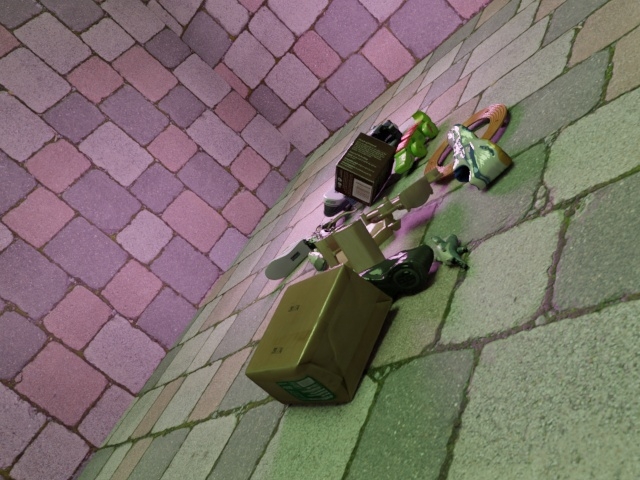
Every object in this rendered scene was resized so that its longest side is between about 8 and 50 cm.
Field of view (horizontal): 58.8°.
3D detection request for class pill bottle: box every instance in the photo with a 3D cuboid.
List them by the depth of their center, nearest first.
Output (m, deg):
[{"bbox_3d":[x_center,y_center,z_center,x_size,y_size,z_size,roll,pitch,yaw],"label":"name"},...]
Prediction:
[{"bbox_3d":[0.131,-0.193,2.354,0.067,0.120,0.067,-44,15,15],"label":"pill bottle"}]

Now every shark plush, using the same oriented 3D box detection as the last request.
[{"bbox_3d":[0.317,0.022,1.357,0.067,0.073,0.161,-17,11,0],"label":"shark plush"}]

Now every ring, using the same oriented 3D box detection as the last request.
[{"bbox_3d":[0.470,-0.311,1.843,0.336,0.032,0.336,-45,14,15],"label":"ring"}]

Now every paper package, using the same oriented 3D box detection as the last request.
[{"bbox_3d":[-0.013,0.248,1.451,0.325,0.168,0.310,-27,32,55],"label":"paper package"}]

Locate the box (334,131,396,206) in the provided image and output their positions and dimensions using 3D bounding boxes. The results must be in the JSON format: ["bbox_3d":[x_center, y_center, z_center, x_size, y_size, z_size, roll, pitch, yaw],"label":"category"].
[{"bbox_3d":[0.176,-0.280,2.245,0.203,0.167,0.168,-55,-17,-28],"label":"box"}]

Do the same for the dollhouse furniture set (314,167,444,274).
[{"bbox_3d":[0.214,-0.037,1.769,0.355,0.174,0.303,-34,5,-36],"label":"dollhouse furniture set"}]

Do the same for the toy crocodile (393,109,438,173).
[{"bbox_3d":[0.361,-0.385,2.215,0.115,0.105,0.341,-30,23,52],"label":"toy crocodile"}]

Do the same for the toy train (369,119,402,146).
[{"bbox_3d":[0.243,-0.427,2.657,0.334,0.142,0.190,-44,2,24],"label":"toy train"}]

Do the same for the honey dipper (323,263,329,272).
[{"bbox_3d":[0.034,0.079,2.106,0.030,0.030,0.161,-34,23,44],"label":"honey dipper"}]

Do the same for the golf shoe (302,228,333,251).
[{"bbox_3d":[0.000,0.000,2.342,0.094,0.077,0.198,-48,23,-18],"label":"golf shoe"}]

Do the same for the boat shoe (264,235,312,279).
[{"bbox_3d":[-0.134,0.071,2.497,0.267,0.096,0.088,-44,10,11],"label":"boat shoe"}]

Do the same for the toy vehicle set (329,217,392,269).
[{"bbox_3d":[0.134,0.020,1.942,0.267,0.035,0.166,-43,15,19],"label":"toy vehicle set"}]

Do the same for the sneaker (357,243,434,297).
[{"bbox_3d":[0.188,0.093,1.490,0.286,0.109,0.130,-23,18,45],"label":"sneaker"}]

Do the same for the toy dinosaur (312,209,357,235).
[{"bbox_3d":[0.038,-0.058,2.404,0.268,0.064,0.118,-28,17,46],"label":"toy dinosaur"}]

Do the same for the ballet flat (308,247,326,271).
[{"bbox_3d":[-0.015,0.070,2.119,0.213,0.068,0.072,-98,31,-85],"label":"ballet flat"}]

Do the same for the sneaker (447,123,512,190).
[{"bbox_3d":[0.410,-0.237,1.603,0.131,0.112,0.296,-50,22,11],"label":"sneaker"}]

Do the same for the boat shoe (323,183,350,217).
[{"bbox_3d":[0.084,-0.177,2.495,0.301,0.108,0.102,-49,-28,-62],"label":"boat shoe"}]
